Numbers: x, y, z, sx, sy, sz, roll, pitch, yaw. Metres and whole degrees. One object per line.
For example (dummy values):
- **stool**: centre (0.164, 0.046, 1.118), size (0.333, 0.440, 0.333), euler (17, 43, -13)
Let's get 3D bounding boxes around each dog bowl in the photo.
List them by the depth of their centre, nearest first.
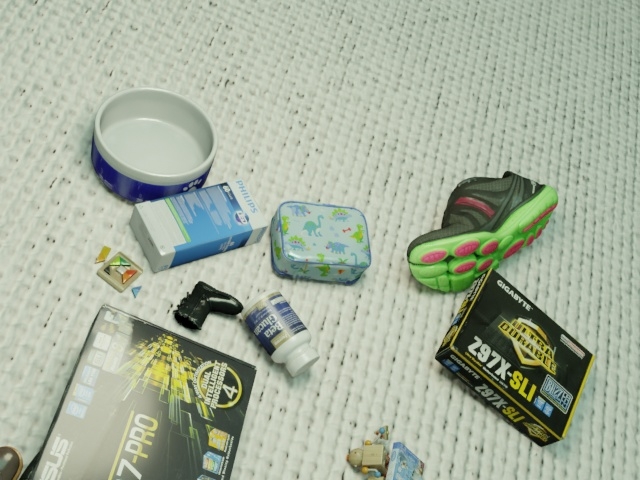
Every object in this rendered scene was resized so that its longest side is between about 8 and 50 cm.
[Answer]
- **dog bowl**: centre (-0.360, -0.206, 1.996), size (0.265, 0.104, 0.265), euler (11, 50, -13)

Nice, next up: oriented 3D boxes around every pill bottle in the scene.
- **pill bottle**: centre (-0.078, 0.189, 1.868), size (0.094, 0.094, 0.169), euler (-27, 71, -35)

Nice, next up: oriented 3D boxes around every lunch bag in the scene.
- **lunch bag**: centre (0.000, 0.000, 2.035), size (0.219, 0.090, 0.176), euler (5, 57, -21)

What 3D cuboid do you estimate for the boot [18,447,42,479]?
- **boot**: centre (-0.445, 0.476, 1.538), size (0.161, 0.083, 0.246), euler (29, 50, -19)

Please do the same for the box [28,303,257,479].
- **box**: centre (-0.303, 0.341, 1.594), size (0.318, 0.097, 0.395), euler (24, 49, -13)

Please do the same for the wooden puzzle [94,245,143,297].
- **wooden puzzle**: centre (-0.406, 0.061, 1.864), size (0.116, 0.014, 0.078), euler (32, 51, -1)

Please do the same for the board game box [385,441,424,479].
- **board game box**: centre (0.167, 0.459, 1.812), size (0.090, 0.020, 0.090), euler (45, 45, -31)

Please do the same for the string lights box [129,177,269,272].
- **string lights box**: centre (-0.256, -0.036, 1.956), size (0.260, 0.076, 0.133), euler (-16, 65, -32)

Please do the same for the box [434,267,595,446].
- **box**: centre (0.433, 0.256, 2.030), size (0.322, 0.079, 0.257), euler (40, 53, -5)

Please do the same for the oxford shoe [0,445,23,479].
- **oxford shoe**: centre (-0.596, 0.419, 1.482), size (0.097, 0.098, 0.271), euler (45, 52, 10)

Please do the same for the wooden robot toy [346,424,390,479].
- **wooden robot toy**: centre (0.091, 0.439, 1.806), size (0.079, 0.076, 0.173), euler (-3, 51, 17)

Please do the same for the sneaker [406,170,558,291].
- **sneaker**: centre (0.360, -0.032, 2.189), size (0.483, 0.185, 0.202), euler (-25, 52, -38)

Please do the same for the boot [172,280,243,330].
- **boot**: centre (-0.229, 0.143, 1.866), size (0.121, 0.045, 0.099), euler (28, 48, 5)
